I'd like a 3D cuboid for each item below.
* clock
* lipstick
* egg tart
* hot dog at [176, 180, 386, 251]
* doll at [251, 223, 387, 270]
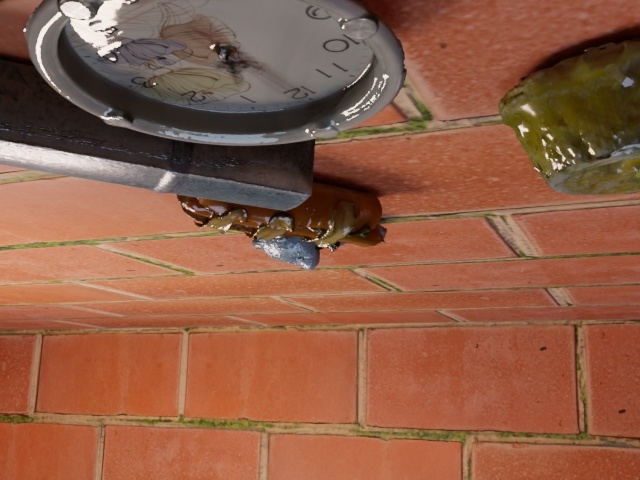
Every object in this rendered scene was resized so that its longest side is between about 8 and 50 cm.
[{"bbox_3d":[-0.063,-0.124,0.487,0.236,0.053,0.236,-1,167,0],"label":"clock"},{"bbox_3d":[-0.148,-0.083,0.633,0.289,0.076,0.077,7,168,-25],"label":"lipstick"},{"bbox_3d":[0.239,-0.084,0.586,0.197,0.078,0.197,-1,169,0],"label":"egg tart"},{"bbox_3d":[-0.036,-0.034,0.871,0.269,0.072,0.109,9,168,-28],"label":"hot dog"},{"bbox_3d":[-0.001,0.005,1.030,0.179,0.075,0.120,7,170,-21],"label":"doll"}]
